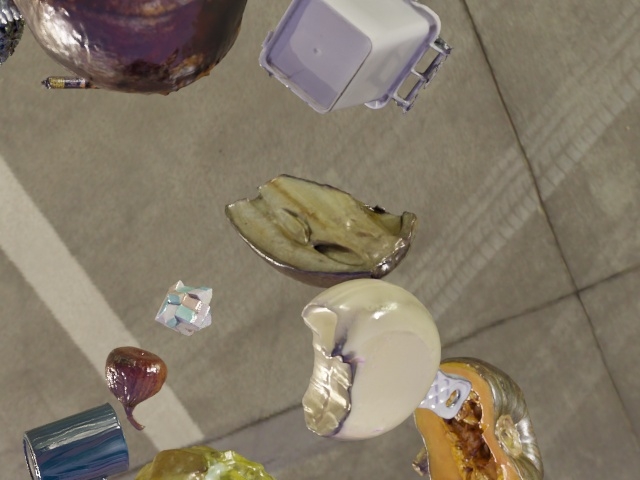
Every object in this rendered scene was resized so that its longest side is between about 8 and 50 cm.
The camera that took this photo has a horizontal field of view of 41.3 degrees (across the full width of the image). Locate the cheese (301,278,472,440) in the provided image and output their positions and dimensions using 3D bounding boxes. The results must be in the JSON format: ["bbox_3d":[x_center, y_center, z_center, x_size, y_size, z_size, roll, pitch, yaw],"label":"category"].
[{"bbox_3d":[0.080,0.116,0.840,0.248,0.070,0.164,2,112,-39],"label":"cheese"}]

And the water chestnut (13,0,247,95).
[{"bbox_3d":[-0.162,-0.230,0.755,0.223,0.224,0.238,7,143,-4],"label":"water chestnut"}]

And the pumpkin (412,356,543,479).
[{"bbox_3d":[0.265,0.368,1.533,0.221,0.139,0.317,-22,83,34],"label":"pumpkin"}]

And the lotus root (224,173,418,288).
[{"bbox_3d":[0.003,0.002,1.415,0.210,0.314,0.142,-43,141,-22],"label":"lotus root"}]

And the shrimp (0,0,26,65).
[{"bbox_3d":[-0.328,-0.228,0.884,0.174,0.082,0.076,-7,128,42],"label":"shrimp"}]

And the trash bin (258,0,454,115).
[{"bbox_3d":[0.069,-0.382,1.687,0.296,0.367,0.256,41,118,4],"label":"trash bin"}]

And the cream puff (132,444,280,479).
[{"bbox_3d":[-0.122,0.354,0.893,0.281,0.282,0.185,-2,136,1],"label":"cream puff"}]

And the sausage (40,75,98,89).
[{"bbox_3d":[-0.445,-0.306,1.655,0.198,0.025,0.029,-5,93,-36],"label":"sausage"}]

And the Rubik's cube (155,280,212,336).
[{"bbox_3d":[-0.200,0.102,1.294,0.084,0.075,0.073,14,154,-22],"label":"Rubik's cube"}]

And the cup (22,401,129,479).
[{"bbox_3d":[-0.381,0.346,1.336,0.138,0.150,0.113,-15,158,-28],"label":"cup"}]

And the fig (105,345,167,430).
[{"bbox_3d":[-0.447,0.350,1.997,0.133,0.146,0.201,0,112,-48],"label":"fig"}]
